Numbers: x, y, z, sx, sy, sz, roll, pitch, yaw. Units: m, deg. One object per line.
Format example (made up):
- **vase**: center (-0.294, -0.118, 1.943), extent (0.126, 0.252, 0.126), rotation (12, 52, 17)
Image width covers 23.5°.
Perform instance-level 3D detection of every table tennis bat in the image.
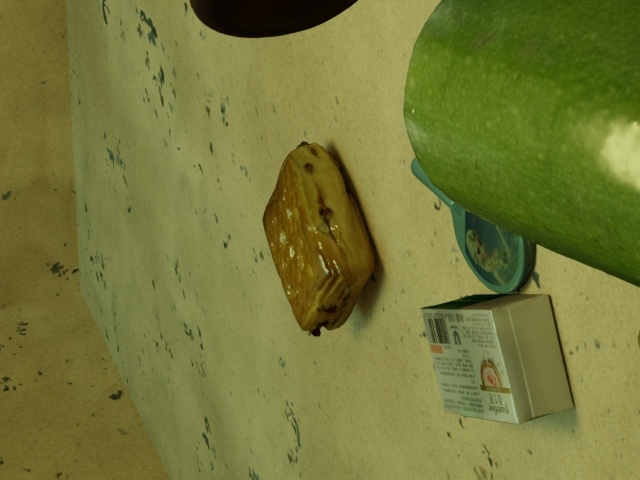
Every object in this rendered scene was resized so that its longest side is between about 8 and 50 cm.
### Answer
- **table tennis bat**: center (0.177, -0.035, 1.805), extent (0.237, 0.038, 0.149), rotation (50, 148, 44)

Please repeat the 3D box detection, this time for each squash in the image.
- **squash**: center (0.267, -0.093, 1.214), extent (0.384, 0.263, 0.263), rotation (-149, 48, -62)

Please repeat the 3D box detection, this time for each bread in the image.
- **bread**: center (0.000, 0.000, 2.207), extent (0.210, 0.099, 0.235), rotation (113, 145, -55)

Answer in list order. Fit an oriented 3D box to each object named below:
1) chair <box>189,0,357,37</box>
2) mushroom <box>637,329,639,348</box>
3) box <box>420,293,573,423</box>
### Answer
- **chair**: center (0.018, -0.364, 1.234), extent (0.226, 0.227, 0.400), rotation (-173, 87, -68)
- **mushroom**: center (0.359, 0.146, 1.247), extent (0.278, 0.096, 0.099), rotation (50, -148, -21)
- **box**: center (0.201, 0.134, 1.786), extent (0.199, 0.081, 0.135), rotation (178, 78, -71)
